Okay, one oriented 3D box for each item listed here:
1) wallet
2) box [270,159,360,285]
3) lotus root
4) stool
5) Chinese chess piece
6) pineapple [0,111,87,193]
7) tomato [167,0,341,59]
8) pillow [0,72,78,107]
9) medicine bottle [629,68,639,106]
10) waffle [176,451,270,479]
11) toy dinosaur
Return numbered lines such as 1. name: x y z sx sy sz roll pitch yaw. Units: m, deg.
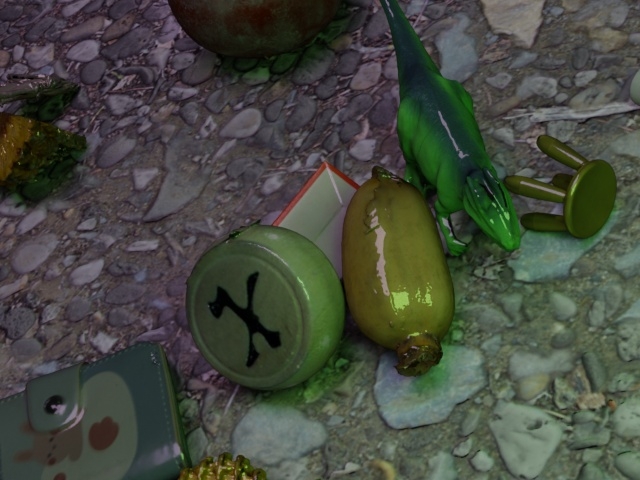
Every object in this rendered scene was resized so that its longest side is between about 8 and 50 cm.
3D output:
1. wallet: -0.359 0.290 1.902 0.360 0.083 0.252 -22 50 7
2. box: 0.000 0.000 1.940 0.133 0.099 0.182 34 68 8
3. lotus root: 0.103 0.044 1.824 0.146 0.131 0.303 -4 65 -12
4. stool: 0.331 -0.068 1.848 0.134 0.135 0.110 -4 20 -43
5. Chinese chess piece: -0.080 0.090 1.837 0.238 0.237 0.092 5 15 31
6. pineapple: -0.505 -0.146 2.364 0.250 0.164 0.139 12 89 48
7. tomato: -0.114 -0.462 2.322 0.317 0.282 0.316 -6 48 6
8. pillow: -0.562 -0.273 2.444 0.135 0.049 0.248 5 18 30
9. medicine bottle: 0.537 -0.166 1.841 0.095 0.095 0.260 -38 45 -9
10. waffle: -0.136 0.369 1.724 0.197 0.070 0.193 29 68 39
11. toy dinosaur: 0.138 -0.210 1.857 0.144 0.499 0.374 -23 -1 1
